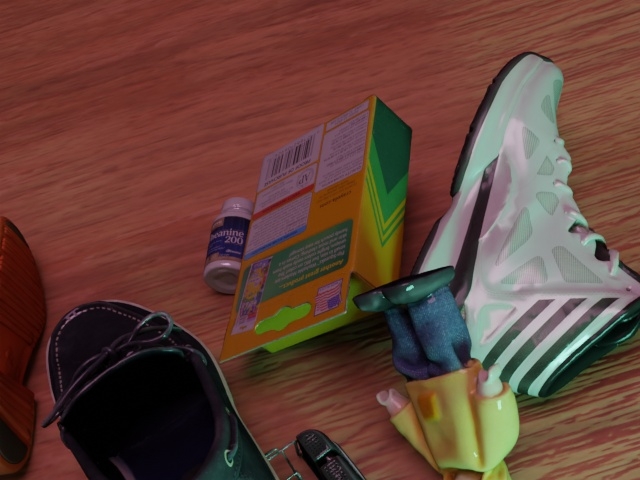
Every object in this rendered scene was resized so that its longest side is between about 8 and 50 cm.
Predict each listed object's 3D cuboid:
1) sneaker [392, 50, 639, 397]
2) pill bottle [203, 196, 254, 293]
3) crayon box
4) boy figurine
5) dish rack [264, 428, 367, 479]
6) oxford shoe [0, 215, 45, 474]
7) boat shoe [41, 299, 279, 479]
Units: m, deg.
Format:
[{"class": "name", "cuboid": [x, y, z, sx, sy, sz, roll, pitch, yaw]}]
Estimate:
[{"class": "sneaker", "cuboid": [0.276, -0.013, 1.080, 0.257, 0.169, 0.448, 18, 66, 15]}, {"class": "pill bottle", "cuboid": [-0.112, 0.004, 1.192, 0.067, 0.067, 0.120, -3, 52, 11]}, {"class": "crayon box", "cuboid": [0.000, 0.000, 1.101, 0.203, 0.083, 0.323, -25, 41, 37]}, {"class": "boy figurine", "cuboid": [0.123, 0.173, 0.922, 0.092, 0.285, 0.177, -18, 1, -38]}, {"class": "dish rack", "cuboid": [-0.051, 0.331, 0.918, 0.271, 0.074, 0.208, -34, 51, -11]}, {"class": "oxford shoe", "cuboid": [-0.435, 0.124, 1.139, 0.132, 0.130, 0.364, -15, 50, 9]}, {"class": "boat shoe", "cuboid": [-0.192, 0.172, 0.974, 0.186, 0.156, 0.500, -36, 35, -12]}]
